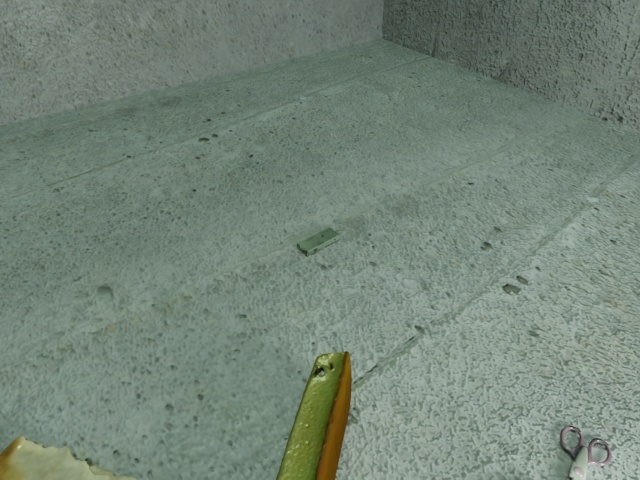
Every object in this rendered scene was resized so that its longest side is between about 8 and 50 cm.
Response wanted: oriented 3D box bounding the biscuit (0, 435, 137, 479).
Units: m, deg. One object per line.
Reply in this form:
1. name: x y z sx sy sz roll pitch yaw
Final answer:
1. biscuit: -0.424 0.439 0.788 0.309 0.040 0.204 11 39 16

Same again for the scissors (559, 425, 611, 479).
1. scissors: 0.438 0.393 0.844 0.085 0.022 0.176 23 41 26

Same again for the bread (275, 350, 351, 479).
1. bread: -0.014 0.358 0.806 0.077 0.138 0.361 6 38 12

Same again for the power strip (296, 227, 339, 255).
1. power strip: 0.000 0.000 1.360 0.136 0.019 0.051 -28 44 -30
